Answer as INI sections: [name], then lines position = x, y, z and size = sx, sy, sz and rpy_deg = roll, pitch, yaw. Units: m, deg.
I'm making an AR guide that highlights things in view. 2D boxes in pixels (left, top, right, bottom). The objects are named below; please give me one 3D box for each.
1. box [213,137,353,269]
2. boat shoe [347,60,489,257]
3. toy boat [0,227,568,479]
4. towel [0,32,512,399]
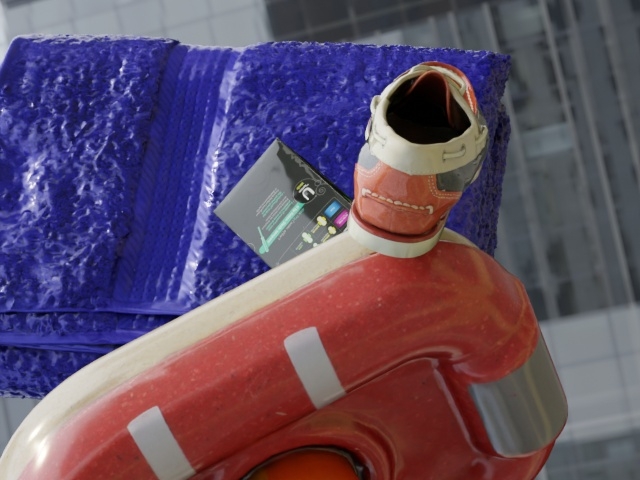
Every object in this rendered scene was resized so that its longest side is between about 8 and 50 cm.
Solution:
[box]
position = 0.000, 0.000, 0.807
size = 0.083, 0.052, 0.062
rpy_deg = 42, -177, 36
[boat shoe]
position = 0.039, -0.042, 0.602
size = 0.137, 0.049, 0.043
rpy_deg = -64, -13, -61
[toy boat]
position = -0.005, 0.109, 0.592
size = 0.151, 0.231, 0.151
rpy_deg = 61, 179, 46
[towel]
position = -0.055, -0.016, 0.901
size = 0.076, 0.308, 0.227
rpy_deg = 67, -152, -67
